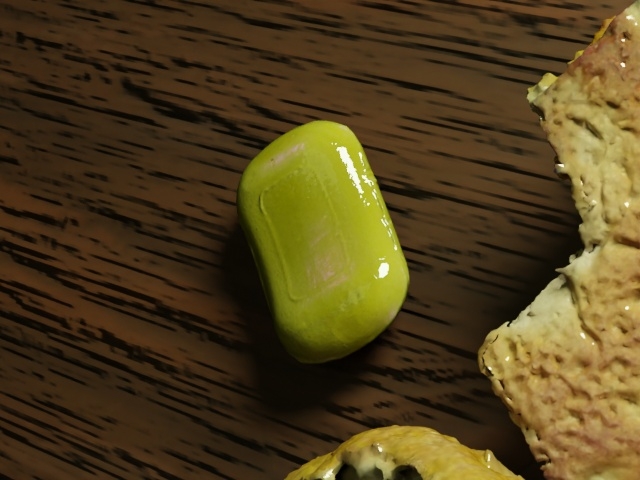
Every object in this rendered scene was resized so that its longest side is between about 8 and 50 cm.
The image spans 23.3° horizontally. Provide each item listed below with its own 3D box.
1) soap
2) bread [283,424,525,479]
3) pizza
[{"bbox_3d":[0.001,0.000,0.872,0.089,0.045,0.140,-30,61,21],"label":"soap"},{"bbox_3d":[0.050,0.220,0.695,0.274,0.149,0.274,-30,54,54],"label":"bread"},{"bbox_3d":[0.169,0.003,0.733,0.161,0.085,0.306,8,89,22],"label":"pizza"}]
